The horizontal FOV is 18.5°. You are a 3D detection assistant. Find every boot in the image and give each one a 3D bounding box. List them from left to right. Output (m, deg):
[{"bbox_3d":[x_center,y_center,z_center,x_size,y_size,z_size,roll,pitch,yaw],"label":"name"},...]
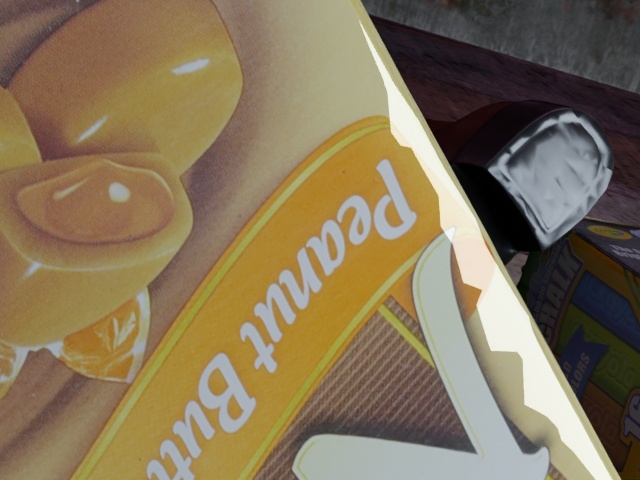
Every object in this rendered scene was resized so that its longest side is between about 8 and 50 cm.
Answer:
[{"bbox_3d":[0.000,0.000,1.130,0.096,0.264,0.280,52,-16,-17],"label":"boot"}]

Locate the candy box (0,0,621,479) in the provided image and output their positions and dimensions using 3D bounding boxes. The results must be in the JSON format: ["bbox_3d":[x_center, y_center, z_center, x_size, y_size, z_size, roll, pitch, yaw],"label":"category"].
[{"bbox_3d":[-0.042,0.047,0.492,0.087,0.183,0.316,39,-16,55],"label":"candy box"}]

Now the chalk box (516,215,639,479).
[{"bbox_3d":[0.183,0.070,1.091,0.132,0.132,0.213,9,16,-27],"label":"chalk box"}]
